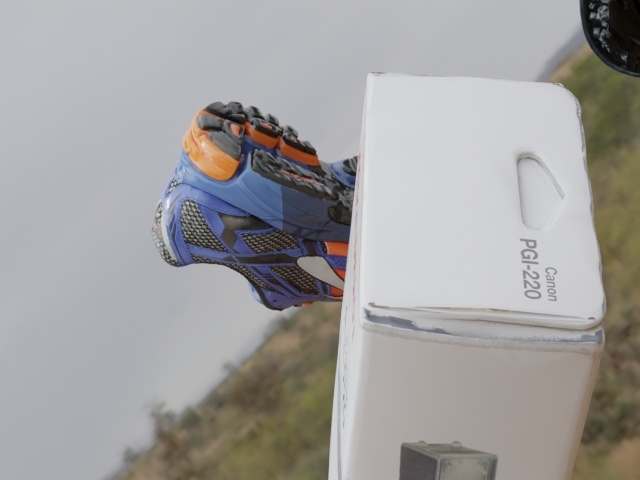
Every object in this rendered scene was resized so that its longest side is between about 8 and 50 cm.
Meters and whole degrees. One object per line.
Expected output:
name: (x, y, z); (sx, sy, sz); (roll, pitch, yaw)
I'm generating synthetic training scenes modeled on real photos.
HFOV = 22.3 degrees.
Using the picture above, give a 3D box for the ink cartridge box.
ink cartridge box: (0.052, 0.061, 0.676); (0.159, 0.092, 0.218); (-87, 3, -50)

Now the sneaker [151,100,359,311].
sneaker: (0.000, 0.000, 0.877); (0.087, 0.221, 0.083); (-48, 37, 23)

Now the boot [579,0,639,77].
boot: (0.212, -0.205, 0.822); (0.246, 0.094, 0.207); (-66, -7, 17)
